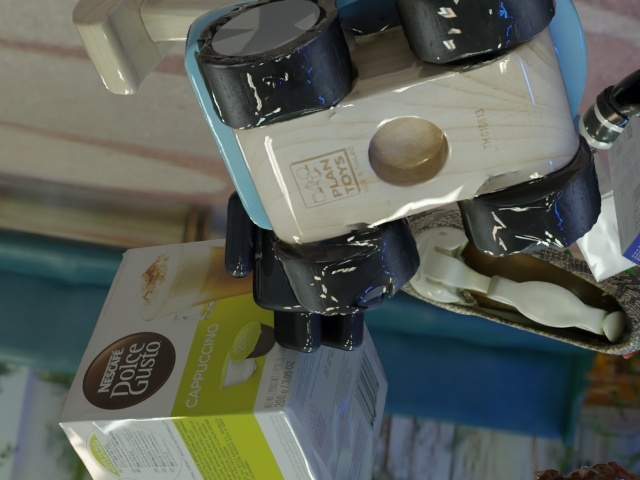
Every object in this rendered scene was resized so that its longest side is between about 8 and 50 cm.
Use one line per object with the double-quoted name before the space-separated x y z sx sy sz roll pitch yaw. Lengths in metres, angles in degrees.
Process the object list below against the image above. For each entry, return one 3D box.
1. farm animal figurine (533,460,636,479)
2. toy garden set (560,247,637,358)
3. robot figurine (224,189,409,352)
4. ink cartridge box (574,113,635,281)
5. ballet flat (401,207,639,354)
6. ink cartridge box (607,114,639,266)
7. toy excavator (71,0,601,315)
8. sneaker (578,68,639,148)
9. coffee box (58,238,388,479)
"farm animal figurine" 0.303 0.437 1.708 0.172 0.330 0.327 21 179 -16
"toy garden set" 0.513 0.049 2.110 0.244 0.204 0.049 -33 -175 8
"robot figurine" -0.001 0.000 1.679 0.173 0.278 0.209 2 -178 26
"ink cartridge box" 0.369 -0.060 1.825 0.082 0.190 0.139 -24 126 13
"ballet flat" 0.280 0.060 2.033 0.483 0.164 0.182 18 -168 21
"ink cartridge box" 0.290 -0.027 1.075 0.097 0.046 0.207 28 -153 -6
"toy excavator" -0.012 -0.151 1.101 0.433 0.445 0.222 -16 121 10
"sneaker" 0.441 -0.177 1.660 0.217 0.079 0.121 -17 164 -19
"coffee box" -0.123 0.229 1.906 0.334 0.337 0.338 -5 132 19
